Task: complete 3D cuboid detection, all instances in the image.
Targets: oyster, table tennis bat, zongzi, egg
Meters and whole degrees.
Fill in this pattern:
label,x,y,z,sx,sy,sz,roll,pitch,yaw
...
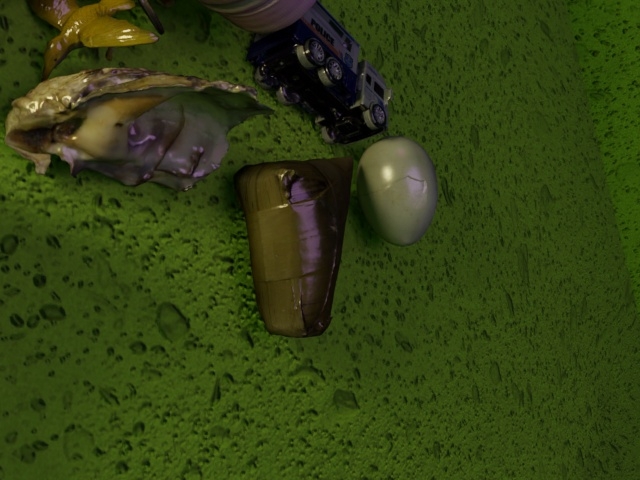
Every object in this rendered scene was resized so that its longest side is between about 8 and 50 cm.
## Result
label,x,y,z,sx,sy,sz,roll,pitch,yaw
oyster,-0.216,-0.149,0.927,0.100,0.275,0.271,59,6,37
table tennis bat,-0.272,-0.376,0.958,0.022,0.131,0.234,-33,96,-3
zongzi,0.000,0.000,1.192,0.300,0.145,0.273,-16,100,-57
egg,0.145,-0.092,1.367,0.151,0.151,0.209,-14,95,-51

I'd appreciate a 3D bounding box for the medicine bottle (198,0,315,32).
label,x,y,z,sx,sy,sz,roll,pitch,yaw
medicine bottle,-0.141,-0.425,0.971,0.316,0.202,0.202,18,69,-63

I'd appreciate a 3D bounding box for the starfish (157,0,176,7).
label,x,y,z,sx,sy,sz,roll,pitch,yaw
starfish,-0.257,-0.459,1.022,0.138,0.050,0.247,-64,144,-36

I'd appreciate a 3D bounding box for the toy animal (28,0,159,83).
label,x,y,z,sx,sy,sz,roll,pitch,yaw
toy animal,-0.292,-0.252,0.916,0.155,0.219,0.095,-62,161,13

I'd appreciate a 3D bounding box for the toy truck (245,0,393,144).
label,x,y,z,sx,sy,sz,roll,pitch,yaw
toy truck,0.010,-0.293,1.262,0.268,0.124,0.155,36,52,-40
